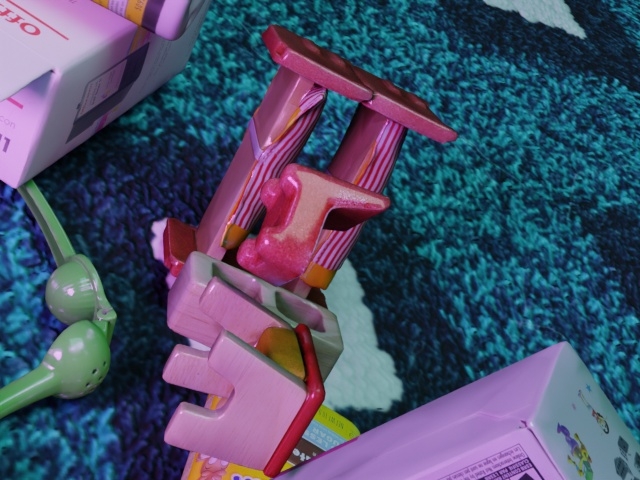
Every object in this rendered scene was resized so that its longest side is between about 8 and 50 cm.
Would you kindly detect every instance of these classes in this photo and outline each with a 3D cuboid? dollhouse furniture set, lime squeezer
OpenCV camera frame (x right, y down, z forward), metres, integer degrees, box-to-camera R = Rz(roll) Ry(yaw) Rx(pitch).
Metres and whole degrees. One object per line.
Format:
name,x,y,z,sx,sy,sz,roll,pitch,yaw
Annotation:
dollhouse furniture set,0.000,0.000,0.936,0.152,0.201,0.374,25,15,-15
lime squeezer,-0.196,0.056,0.938,0.109,0.059,0.310,0,40,3

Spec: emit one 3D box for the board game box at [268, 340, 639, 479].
board game box,0.121,0.238,0.766,0.303,0.224,0.097,55,31,-10

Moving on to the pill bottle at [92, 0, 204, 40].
pill bottle,-0.175,-0.247,1.005,0.208,0.119,0.119,27,35,-3

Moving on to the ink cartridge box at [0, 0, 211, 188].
ink cartridge box,-0.252,-0.174,1.068,0.207,0.119,0.353,33,33,6

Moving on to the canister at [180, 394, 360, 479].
canister,-0.038,0.177,0.903,0.126,0.073,0.170,30,33,-11
